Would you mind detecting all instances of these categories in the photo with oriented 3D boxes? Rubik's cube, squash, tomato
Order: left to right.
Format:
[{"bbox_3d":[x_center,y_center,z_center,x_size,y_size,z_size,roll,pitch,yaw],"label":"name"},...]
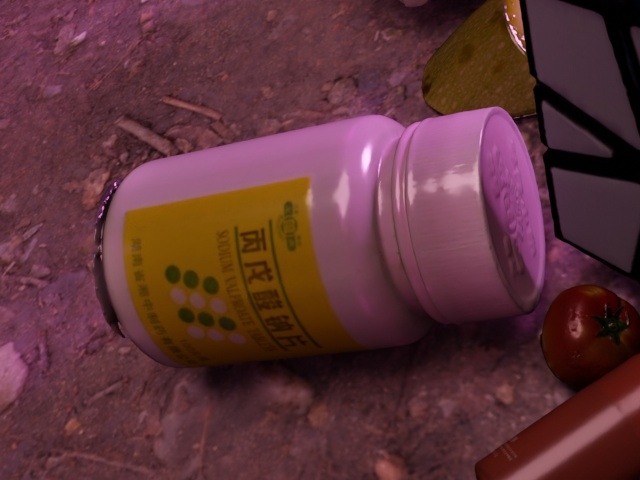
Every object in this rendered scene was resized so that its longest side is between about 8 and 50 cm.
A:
[{"bbox_3d":[0.185,-0.218,1.158,0.184,0.085,0.192,-13,46,21],"label":"squash"},{"bbox_3d":[0.222,0.083,0.882,0.075,0.087,0.087,-38,26,56],"label":"tomato"},{"bbox_3d":[0.352,-0.119,0.791,0.283,0.288,0.293,-36,44,-21],"label":"Rubik's cube"}]

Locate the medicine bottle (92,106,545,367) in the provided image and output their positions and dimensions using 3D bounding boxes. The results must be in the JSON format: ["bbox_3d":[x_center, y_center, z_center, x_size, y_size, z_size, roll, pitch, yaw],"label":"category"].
[{"bbox_3d":[0.000,0.000,0.991,0.379,0.213,0.213,-10,49,26],"label":"medicine bottle"}]

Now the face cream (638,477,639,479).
[{"bbox_3d":[0.201,0.292,0.701,0.092,0.092,0.311,0,55,32],"label":"face cream"}]

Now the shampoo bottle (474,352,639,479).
[{"bbox_3d":[0.238,0.142,0.817,0.244,0.085,0.085,-32,43,0],"label":"shampoo bottle"}]

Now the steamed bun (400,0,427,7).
[{"bbox_3d":[0.169,-0.439,1.257,0.334,0.233,0.312,-7,47,16],"label":"steamed bun"}]
